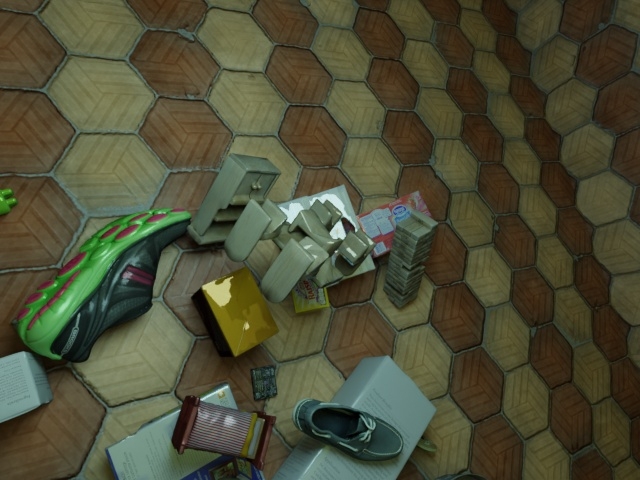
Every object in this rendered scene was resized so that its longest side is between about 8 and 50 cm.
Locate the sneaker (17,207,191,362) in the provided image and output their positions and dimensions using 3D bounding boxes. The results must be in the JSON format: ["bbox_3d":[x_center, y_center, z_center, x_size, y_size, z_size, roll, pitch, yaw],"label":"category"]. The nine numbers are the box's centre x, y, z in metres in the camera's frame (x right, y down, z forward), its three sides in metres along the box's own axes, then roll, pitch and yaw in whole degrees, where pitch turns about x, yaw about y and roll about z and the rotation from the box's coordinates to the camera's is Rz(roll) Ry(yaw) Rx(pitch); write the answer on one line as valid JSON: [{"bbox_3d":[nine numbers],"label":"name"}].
[{"bbox_3d":[-0.503,0.089,1.016,0.483,0.185,0.202,-55,138,-36],"label":"sneaker"}]

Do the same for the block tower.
[{"bbox_3d":[0.285,0.068,1.311,0.097,0.335,0.091,-25,47,-30],"label":"block tower"}]

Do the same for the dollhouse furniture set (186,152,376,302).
[{"bbox_3d":[-0.124,-0.002,1.054,0.394,0.256,0.362,44,24,17],"label":"dollhouse furniture set"}]

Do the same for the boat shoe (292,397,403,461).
[{"bbox_3d":[0.086,0.484,1.016,0.319,0.099,0.116,26,63,-13],"label":"boat shoe"}]

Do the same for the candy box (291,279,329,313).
[{"bbox_3d":[-0.043,0.109,1.210,0.105,0.027,0.206,-11,82,-5],"label":"candy box"}]

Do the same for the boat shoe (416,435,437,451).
[{"bbox_3d":[0.311,0.635,1.289,0.153,0.056,0.048,25,70,-9],"label":"boat shoe"}]

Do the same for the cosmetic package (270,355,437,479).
[{"bbox_3d":[0.104,0.576,1.143,0.230,0.161,0.453,48,61,-3],"label":"cosmetic package"}]

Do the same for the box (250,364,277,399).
[{"bbox_3d":[-0.161,0.404,1.148,0.067,0.018,0.083,-4,77,-27],"label":"box"}]

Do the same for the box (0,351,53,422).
[{"bbox_3d":[-0.679,0.320,0.829,0.182,0.181,0.119,-18,83,-29],"label":"box"}]

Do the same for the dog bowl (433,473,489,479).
[{"bbox_3d":[0.434,0.905,1.239,0.348,0.102,0.349,7,72,-23],"label":"dog bowl"}]

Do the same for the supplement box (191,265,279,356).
[{"bbox_3d":[-0.235,0.195,1.075,0.129,0.194,0.191,-25,87,-29],"label":"supplement box"}]

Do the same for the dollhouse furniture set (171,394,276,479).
[{"bbox_3d":[-0.255,0.561,0.905,0.201,0.152,0.374,21,67,-20],"label":"dollhouse furniture set"}]

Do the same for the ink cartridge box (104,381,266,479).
[{"bbox_3d":[-0.319,0.567,0.998,0.307,0.072,0.304,-20,86,-28],"label":"ink cartridge box"}]

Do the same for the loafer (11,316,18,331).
[{"bbox_3d":[-0.660,0.185,0.963,0.125,0.045,0.039,-17,99,-23],"label":"loafer"}]

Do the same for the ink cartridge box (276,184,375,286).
[{"bbox_3d":[0.000,0.000,1.281,0.261,0.066,0.296,-18,83,-11],"label":"ink cartridge box"}]

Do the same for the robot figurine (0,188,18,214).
[{"bbox_3d":[-0.797,-0.087,0.961,0.115,0.067,0.101,-24,98,-29],"label":"robot figurine"}]

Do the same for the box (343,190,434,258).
[{"bbox_3d":[0.234,-0.045,1.405,0.300,0.142,0.154,-24,86,-30],"label":"box"}]
